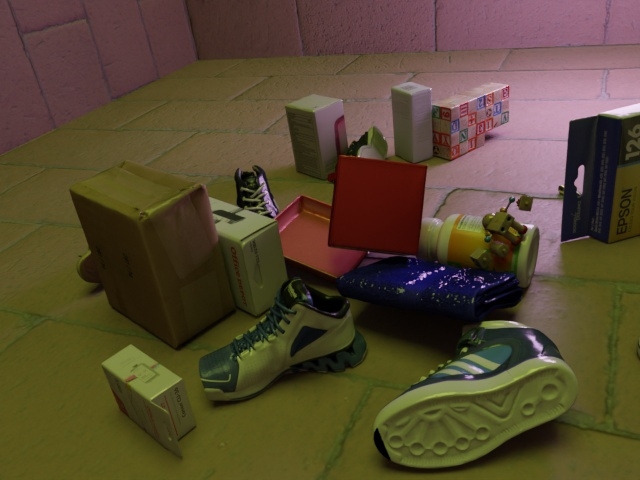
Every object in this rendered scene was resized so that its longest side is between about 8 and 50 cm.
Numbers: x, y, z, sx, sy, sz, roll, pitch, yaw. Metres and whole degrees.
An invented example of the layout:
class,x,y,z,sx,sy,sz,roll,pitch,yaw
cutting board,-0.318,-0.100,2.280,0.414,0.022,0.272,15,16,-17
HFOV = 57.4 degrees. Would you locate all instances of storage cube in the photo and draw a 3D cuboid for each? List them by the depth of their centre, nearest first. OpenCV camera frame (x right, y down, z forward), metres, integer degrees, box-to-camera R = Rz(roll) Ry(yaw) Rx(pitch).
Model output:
class,x,y,z,sx,sy,sz,roll,pitch,yaw
storage cube,0.117,-0.070,1.293,0.215,0.193,0.183,6,-2,-1

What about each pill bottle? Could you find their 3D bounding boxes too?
class,x,y,z,sx,sy,sz,roll,pitch,yaw
pill bottle,0.337,0.015,1.275,0.246,0.136,0.136,10,34,29

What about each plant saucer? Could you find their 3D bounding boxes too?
class,x,y,z,sx,sy,sz,roll,pitch,yaw
plant saucer,0.000,0.000,1.432,0.259,0.047,0.259,21,38,18

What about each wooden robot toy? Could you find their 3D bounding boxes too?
class,x,y,z,sx,sy,sz,roll,pitch,yaw
wooden robot toy,0.355,-0.022,1.174,0.173,0.076,0.079,-57,23,-2

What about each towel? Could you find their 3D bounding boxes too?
class,x,y,z,sx,sy,sz,roll,pitch,yaw
towel,0.212,0.085,1.150,0.308,0.076,0.228,6,8,38

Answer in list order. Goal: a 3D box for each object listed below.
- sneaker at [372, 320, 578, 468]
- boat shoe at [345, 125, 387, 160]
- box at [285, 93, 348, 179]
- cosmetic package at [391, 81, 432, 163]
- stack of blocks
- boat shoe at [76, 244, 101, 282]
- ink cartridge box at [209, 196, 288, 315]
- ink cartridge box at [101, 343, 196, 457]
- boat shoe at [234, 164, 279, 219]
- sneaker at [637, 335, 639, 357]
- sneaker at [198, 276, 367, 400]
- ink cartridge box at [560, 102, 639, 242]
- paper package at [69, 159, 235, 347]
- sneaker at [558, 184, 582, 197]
class,x,y,z,sx,sy,sz,roll,pitch,yaw
sneaker,0.234,0.235,0.966,0.323,0.130,0.236,-21,11,4
boat shoe,0.127,-0.245,1.817,0.113,0.127,0.340,-28,28,29
box,-0.006,-0.334,1.876,0.127,0.232,0.149,-30,36,-31
cosmetic package,0.295,-0.378,1.875,0.086,0.231,0.117,-20,32,-19
stack of blocks,0.493,-0.397,1.919,0.297,0.171,0.087,-26,34,-30
boat shoe,-0.530,0.029,1.527,0.089,0.104,0.285,3,21,28
ink cartridge box,-0.210,0.028,1.334,0.273,0.197,0.114,20,40,40
ink cartridge box,-0.285,0.274,1.008,0.198,0.115,0.067,20,40,38
boat shoe,-0.174,-0.081,1.555,0.127,0.158,0.340,-14,30,-10
sneaker,0.701,0.160,0.944,0.321,0.127,0.126,3,30,17
sneaker,-0.076,0.163,1.080,0.316,0.182,0.127,-14,29,-9
ink cartridge box,0.697,-0.150,1.303,0.307,0.303,0.072,-16,30,-12
paper package,-0.361,0.019,1.260,0.310,0.324,0.168,20,41,39
sneaker,0.670,-0.131,1.550,0.035,0.031,0.083,-16,30,-13
